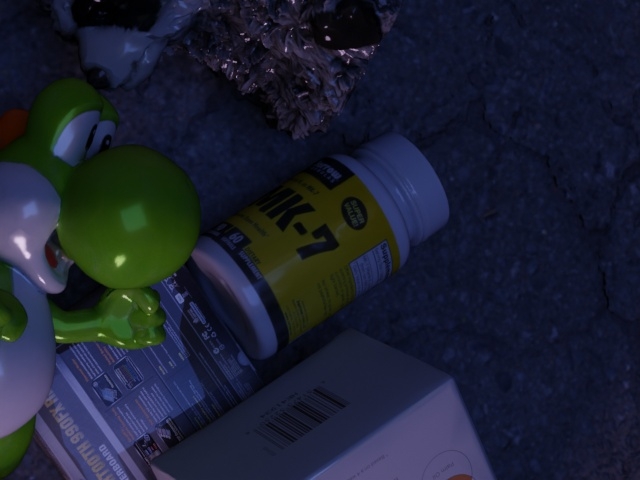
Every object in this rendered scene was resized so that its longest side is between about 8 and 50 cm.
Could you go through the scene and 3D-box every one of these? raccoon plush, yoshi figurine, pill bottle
[{"bbox_3d":[-0.066,-0.285,1.508,0.299,0.216,0.446,28,50,-6],"label":"raccoon plush"},{"bbox_3d":[-0.206,0.060,1.349,0.203,0.203,0.362,22,85,-19],"label":"yoshi figurine"},{"bbox_3d":[0.000,0.000,1.526,0.208,0.119,0.119,-34,102,-19],"label":"pill bottle"}]

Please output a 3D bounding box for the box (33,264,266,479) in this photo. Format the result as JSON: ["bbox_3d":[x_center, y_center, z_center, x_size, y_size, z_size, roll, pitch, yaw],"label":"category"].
[{"bbox_3d":[-0.140,0.149,1.504,0.183,0.056,0.231,-38,103,-16],"label":"box"}]

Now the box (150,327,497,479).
[{"bbox_3d":[0.044,0.284,1.480,0.215,0.168,0.345,-32,115,-20],"label":"box"}]
